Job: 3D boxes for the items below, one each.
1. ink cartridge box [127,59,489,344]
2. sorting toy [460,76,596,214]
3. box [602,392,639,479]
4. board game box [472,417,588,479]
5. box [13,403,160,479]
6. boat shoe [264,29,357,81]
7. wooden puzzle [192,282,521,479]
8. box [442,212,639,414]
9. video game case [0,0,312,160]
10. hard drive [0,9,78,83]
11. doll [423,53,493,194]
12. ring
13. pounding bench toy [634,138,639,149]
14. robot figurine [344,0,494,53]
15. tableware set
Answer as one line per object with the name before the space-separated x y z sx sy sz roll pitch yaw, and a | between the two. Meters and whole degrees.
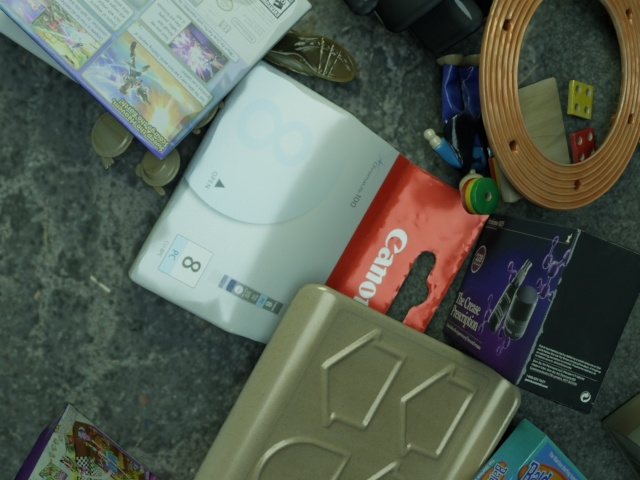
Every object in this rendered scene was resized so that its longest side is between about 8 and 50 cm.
ink cartridge box | 0.000 0.000 0.971 0.385 0.091 0.308 29 91 -9
sorting toy | 0.265 -0.133 0.990 0.274 0.046 0.132 -24 106 -33
box | 0.577 0.235 1.064 0.311 0.121 0.148 -34 100 -3
board game box | 0.255 0.364 1.031 0.210 0.047 0.160 -49 127 -5
box | -0.252 0.311 0.865 0.201 0.293 0.057 44 87 -10
boat shoe | -0.019 -0.236 0.965 0.135 0.045 0.050 23 85 -6
wooden puzzle | 0.048 0.254 0.994 0.348 0.080 0.322 28 93 -20
box | 0.261 0.073 0.930 0.103 0.261 0.184 23 92 -10
video game case | -0.189 -0.267 0.836 0.269 0.061 0.244 45 85 -13
hard drive | -0.304 -0.336 0.892 0.353 0.047 0.233 33 90 -4
doll | 0.186 -0.144 0.990 0.129 0.046 0.189 -9 94 -35
ring | 0.311 -0.206 0.960 0.336 0.032 0.337 -5 99 -35
pounding bench toy | 0.490 -0.137 1.046 0.083 0.052 0.065 36 90 -10
robot figurine | 0.102 -0.364 0.902 0.173 0.209 0.278 -34 102 27
tableware set | -0.201 -0.145 0.928 0.141 0.020 0.169 38 92 26
